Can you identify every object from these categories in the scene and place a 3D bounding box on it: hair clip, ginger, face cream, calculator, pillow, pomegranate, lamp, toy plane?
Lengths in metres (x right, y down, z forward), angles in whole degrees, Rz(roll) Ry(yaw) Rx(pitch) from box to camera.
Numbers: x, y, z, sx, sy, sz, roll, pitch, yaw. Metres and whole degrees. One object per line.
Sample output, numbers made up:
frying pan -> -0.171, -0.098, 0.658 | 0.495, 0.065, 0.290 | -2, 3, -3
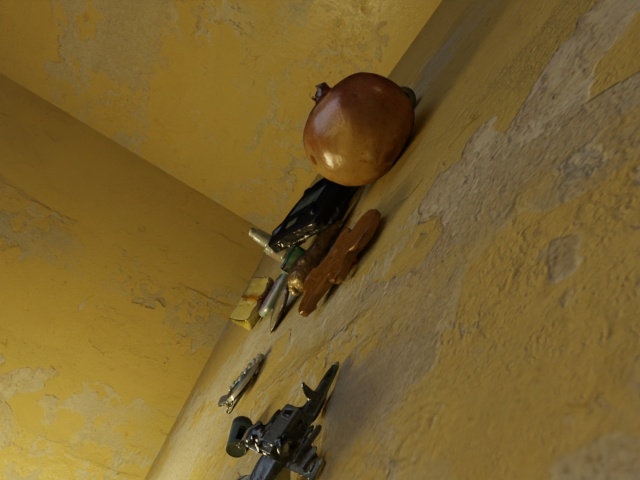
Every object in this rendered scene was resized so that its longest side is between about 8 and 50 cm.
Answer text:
hair clip -> -0.258, 0.475, 1.443 | 0.220, 0.054, 0.140 | -51, 5, 23
ginger -> -0.020, 0.047, 1.449 | 0.294, 0.086, 0.131 | -57, -14, -16
face cream -> -0.182, 0.024, 1.822 | 0.101, 0.251, 0.101 | -57, 9, 14
calculator -> -0.184, 0.215, 1.878 | 0.246, 0.045, 0.141 | -61, 10, -18
pillow -> -0.138, 0.222, 1.527 | 0.233, 0.038, 0.131 | 113, 174, -47
pomegranate -> 0.097, -0.337, 1.309 | 0.338, 0.338, 0.338 | -56, 10, 15
lamp -> 0.286, -0.477, 1.540 | 0.091, 0.091, 0.163 | -57, -6, 13
toy plane -> -0.044, 0.300, 0.731 | 0.192, 0.088, 0.262 | -3, 48, 46

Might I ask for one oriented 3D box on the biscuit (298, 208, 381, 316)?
biscuit -> 0.052, 0.056, 1.137 | 0.340, 0.047, 0.216 | -52, 14, 25

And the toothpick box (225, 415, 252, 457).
toothpick box -> -0.197, 0.475, 1.079 | 0.052, 0.052, 0.083 | -56, 11, 19

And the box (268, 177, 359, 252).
box -> -0.015, -0.120, 1.598 | 0.359, 0.091, 0.350 | -26, 23, 49

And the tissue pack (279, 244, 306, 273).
tissue pack -> -0.095, 0.082, 1.702 | 0.111, 0.085, 0.079 | -61, 8, -9

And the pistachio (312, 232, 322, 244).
pistachio -> 0.000, 0.000, 1.577 | 0.089, 0.049, 0.173 | 97, -170, -48

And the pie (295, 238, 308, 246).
pie -> -0.030, -0.079, 1.781 | 0.274, 0.055, 0.274 | -39, 19, 16

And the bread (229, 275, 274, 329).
bread -> -0.304, 0.254, 1.969 | 0.240, 0.135, 0.178 | -61, -9, -25
